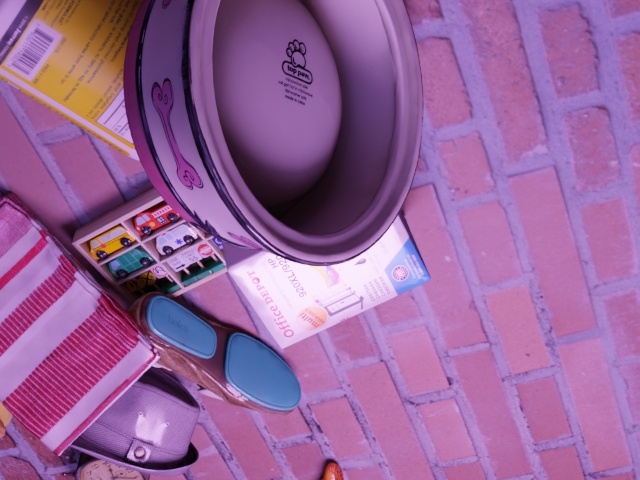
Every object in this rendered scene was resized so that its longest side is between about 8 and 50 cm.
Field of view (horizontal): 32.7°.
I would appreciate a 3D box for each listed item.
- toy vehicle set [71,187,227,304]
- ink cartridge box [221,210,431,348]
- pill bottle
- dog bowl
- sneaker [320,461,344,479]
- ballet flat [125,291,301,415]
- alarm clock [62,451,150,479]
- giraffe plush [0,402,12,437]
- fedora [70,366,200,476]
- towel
[{"bbox_3d":[-0.212,-0.005,1.612,0.267,0.035,0.166,-26,124,21],"label":"toy vehicle set"},{"bbox_3d":[0.000,0.000,1.496,0.232,0.168,0.171,-25,125,7],"label":"ink cartridge box"},{"bbox_3d":[-0.245,-0.218,1.341,0.334,0.188,0.188,32,123,-22],"label":"pill bottle"},{"bbox_3d":[-0.054,-0.172,1.259,0.150,0.408,0.408,-2,135,40],"label":"dog bowl"},{"bbox_3d":[0.007,0.469,1.977,0.067,0.064,0.175,10,127,6],"label":"sneaker"},{"bbox_3d":[-0.185,0.190,1.719,0.124,0.116,0.342,-23,138,39],"label":"ballet flat"},{"bbox_3d":[-0.351,0.399,1.931,0.192,0.064,0.129,-28,123,25],"label":"alarm clock"},{"bbox_3d":[-0.509,0.204,1.718,0.170,0.181,0.210,-26,142,8],"label":"giraffe plush"},{"bbox_3d":[-0.303,0.266,1.749,0.275,0.244,0.124,25,97,-15],"label":"fedora"},{"bbox_3d":[-0.423,0.125,1.592,0.237,0.037,0.329,-44,89,11],"label":"towel"}]
